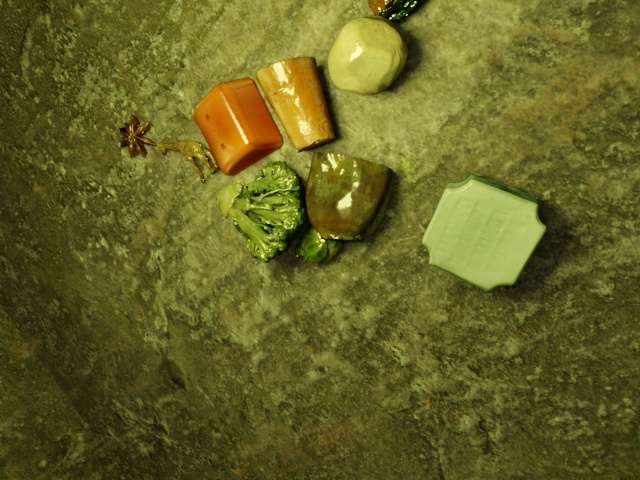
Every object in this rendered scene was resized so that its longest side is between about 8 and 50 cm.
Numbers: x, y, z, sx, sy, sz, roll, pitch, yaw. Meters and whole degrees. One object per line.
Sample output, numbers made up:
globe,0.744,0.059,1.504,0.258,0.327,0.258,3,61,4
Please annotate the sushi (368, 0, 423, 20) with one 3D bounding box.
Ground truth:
sushi,0.234,-0.687,1.078,0.287,0.149,0.140,-28,104,45

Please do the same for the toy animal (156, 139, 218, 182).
toy animal,-0.482,-0.313,1.500,0.276,0.054,0.149,31,139,8

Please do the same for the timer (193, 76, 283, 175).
timer,-0.303,-0.373,1.399,0.250,0.161,0.257,-23,96,40

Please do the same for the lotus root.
lotus root,0.059,-0.121,1.269,0.267,0.149,0.259,17,92,20

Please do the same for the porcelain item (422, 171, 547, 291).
porcelain item,0.453,-0.028,1.169,0.282,0.157,0.285,24,113,15

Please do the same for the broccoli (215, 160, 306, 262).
broccoli,-0.183,-0.101,1.320,0.303,0.284,0.321,-51,52,18

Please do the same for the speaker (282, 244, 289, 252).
speaker,-0.157,0.003,1.459,0.060,0.075,0.094,-28,86,31

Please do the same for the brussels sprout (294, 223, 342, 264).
brussels sprout,-0.001,-0.001,1.391,0.181,0.101,0.139,-41,72,30

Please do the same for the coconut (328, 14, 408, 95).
coconut,0.128,-0.501,1.149,0.225,0.224,0.223,6,106,20

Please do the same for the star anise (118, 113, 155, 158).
star anise,-0.700,-0.390,1.570,0.168,0.057,0.167,6,107,21

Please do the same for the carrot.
carrot,-0.070,-0.400,1.256,0.196,0.196,0.254,-13,101,24
